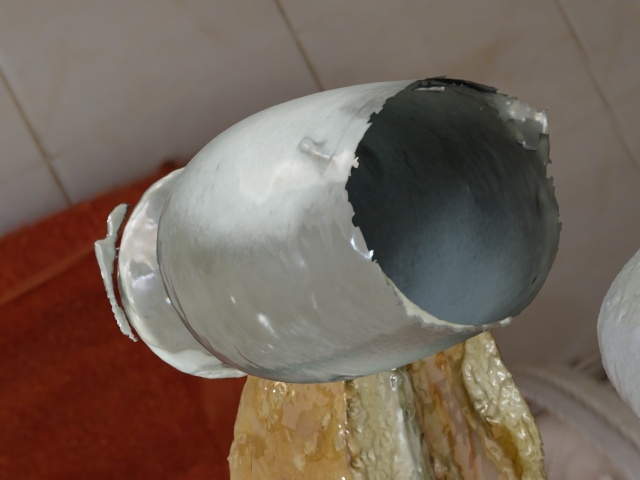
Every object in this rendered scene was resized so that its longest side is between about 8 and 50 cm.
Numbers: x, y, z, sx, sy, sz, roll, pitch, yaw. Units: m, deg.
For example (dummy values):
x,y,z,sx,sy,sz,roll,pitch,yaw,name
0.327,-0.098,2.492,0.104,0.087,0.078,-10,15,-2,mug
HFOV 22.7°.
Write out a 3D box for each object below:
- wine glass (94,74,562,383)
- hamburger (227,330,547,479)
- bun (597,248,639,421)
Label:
x,y,z,sx,sy,sz,roll,pitch,yaw,name
0.000,0.000,0.616,0.204,0.111,0.111,-18,101,58,wine glass
0.037,0.184,1.066,0.209,0.162,0.330,-16,97,52,hamburger
0.382,0.113,1.176,0.362,0.211,0.362,38,-170,-7,bun
